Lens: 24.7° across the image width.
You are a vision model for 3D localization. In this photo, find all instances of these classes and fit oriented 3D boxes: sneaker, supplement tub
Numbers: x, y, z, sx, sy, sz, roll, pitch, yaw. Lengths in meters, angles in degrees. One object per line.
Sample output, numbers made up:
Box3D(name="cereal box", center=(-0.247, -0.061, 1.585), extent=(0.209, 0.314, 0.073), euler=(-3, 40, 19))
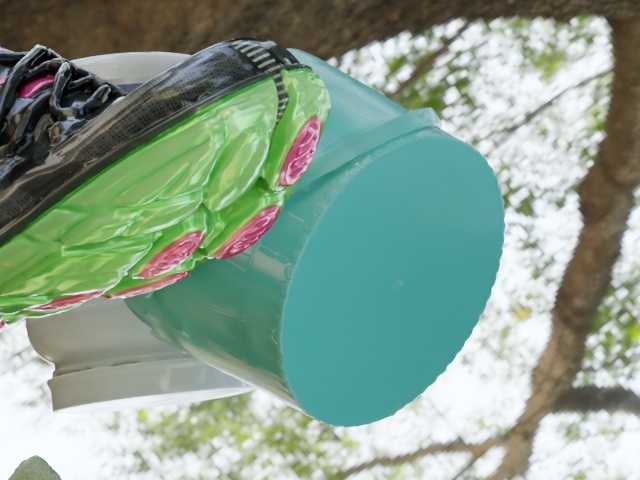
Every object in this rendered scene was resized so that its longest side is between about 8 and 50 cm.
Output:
Box3D(name="sneaker", center=(-0.204, -0.048, 0.942), extent=(0.482, 0.185, 0.202), euler=(-16, -94, 39))
Box3D(name="supplement tub", center=(-0.180, -0.002, 1.446), extent=(0.235, 0.235, 0.325), euler=(-23, -108, 60))

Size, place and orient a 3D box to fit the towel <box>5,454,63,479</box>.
Box3D(name="towel", center=(-0.268, 0.275, 1.306), extent=(0.110, 0.148, 0.027), euler=(34, -19, 16))

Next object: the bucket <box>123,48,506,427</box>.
Box3D(name="bucket", center=(0.000, 0.000, 1.152), extent=(0.183, 0.281, 0.281), euler=(28, -39, 40))
